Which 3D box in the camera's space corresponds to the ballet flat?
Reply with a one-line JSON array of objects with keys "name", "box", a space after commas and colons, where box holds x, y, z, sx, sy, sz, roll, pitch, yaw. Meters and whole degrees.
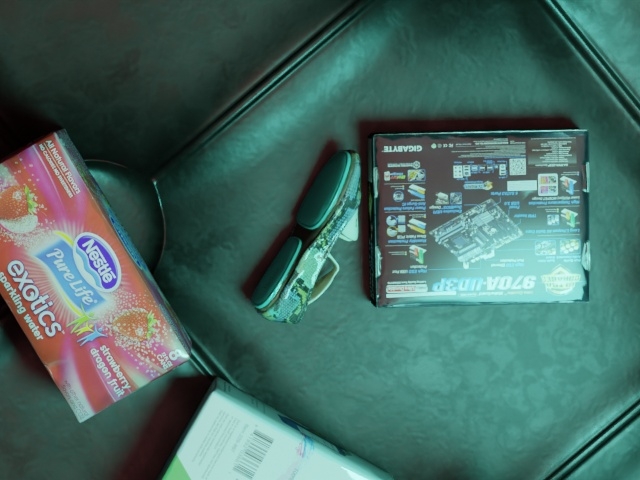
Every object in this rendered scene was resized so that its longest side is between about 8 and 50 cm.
[{"name": "ballet flat", "box": [0.000, 0.000, 1.815, 0.070, 0.070, 0.188, 31, 94, -5]}]

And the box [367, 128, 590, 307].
[{"name": "box", "box": [0.159, -0.023, 1.820, 0.220, 0.051, 0.175, -2, 95, -3]}]

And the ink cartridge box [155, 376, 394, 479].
[{"name": "ink cartridge box", "box": [-0.051, 0.257, 1.812, 0.212, 0.093, 0.154, 29, 94, -4]}]

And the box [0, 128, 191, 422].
[{"name": "box", "box": [-0.242, 0.031, 1.766, 0.128, 0.122, 0.257, -30, 96, -1]}]
